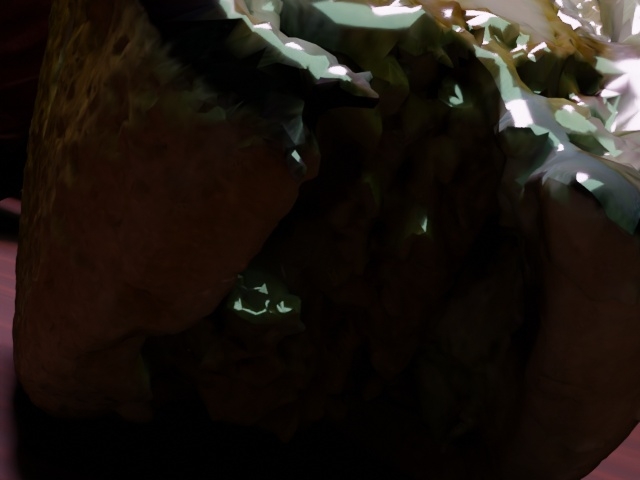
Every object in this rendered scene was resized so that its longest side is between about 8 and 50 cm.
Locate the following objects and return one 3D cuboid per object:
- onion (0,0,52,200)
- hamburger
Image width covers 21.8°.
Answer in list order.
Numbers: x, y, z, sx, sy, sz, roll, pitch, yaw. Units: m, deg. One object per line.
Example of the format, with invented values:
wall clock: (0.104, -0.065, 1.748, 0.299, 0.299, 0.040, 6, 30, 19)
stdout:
onion: (-0.221, -0.130, 0.855, 0.281, 0.281, 0.221, 21, -36, 55)
hamburger: (0.000, -0.022, 0.483, 0.167, 0.192, 0.288, 9, 31, -12)
